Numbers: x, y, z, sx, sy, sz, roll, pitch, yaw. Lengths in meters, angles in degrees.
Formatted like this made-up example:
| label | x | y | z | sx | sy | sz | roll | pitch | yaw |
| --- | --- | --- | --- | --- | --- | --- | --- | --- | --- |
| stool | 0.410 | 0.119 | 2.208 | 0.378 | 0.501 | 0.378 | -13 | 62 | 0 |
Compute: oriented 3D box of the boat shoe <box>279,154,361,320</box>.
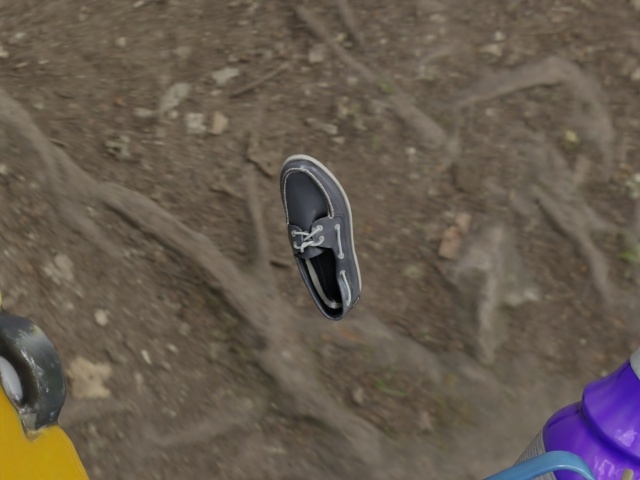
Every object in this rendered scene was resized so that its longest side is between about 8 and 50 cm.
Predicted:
| label | x | y | z | sx | sy | sz | roll | pitch | yaw |
| --- | --- | --- | --- | --- | --- | --- | --- | --- | --- |
| boat shoe | 0.000 | 0.000 | 1.583 | 0.075 | 0.065 | 0.206 | -9 | 118 | 17 |

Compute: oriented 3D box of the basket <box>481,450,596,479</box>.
| label | x | y | z | sx | sy | sz | roll | pitch | yaw |
| --- | --- | --- | --- | --- | --- | --- | --- | --- | --- |
| basket | 0.113 | 0.315 | 1.091 | 0.288 | 0.201 | 0.255 | -19 | 107 | 10 |

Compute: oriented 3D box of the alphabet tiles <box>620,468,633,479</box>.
| label | x | y | z | sx | sy | sz | roll | pitch | yaw |
| --- | --- | --- | --- | --- | --- | --- | --- | --- | --- |
| alphabet tiles | 0.162 | 0.280 | 0.790 | 0.009 | 0.237 | 0.198 | 1 | 115 | 24 |

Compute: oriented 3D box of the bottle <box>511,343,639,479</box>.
| label | x | y | z | sx | sy | sz | roll | pitch | yaw |
| --- | --- | --- | --- | --- | --- | --- | --- | --- | --- |
| bottle | 0.232 | 0.207 | 1.205 | 0.092 | 0.118 | 0.283 | 22 | 119 | -18 |

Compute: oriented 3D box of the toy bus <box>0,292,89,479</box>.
| label | x | y | z | sx | sy | sz | roll | pitch | yaw |
| --- | --- | --- | --- | --- | --- | --- | --- | --- | --- |
| toy bus | -0.126 | 0.179 | 0.517 | 0.108 | 0.130 | 0.333 | -31 | 98 | -52 |
